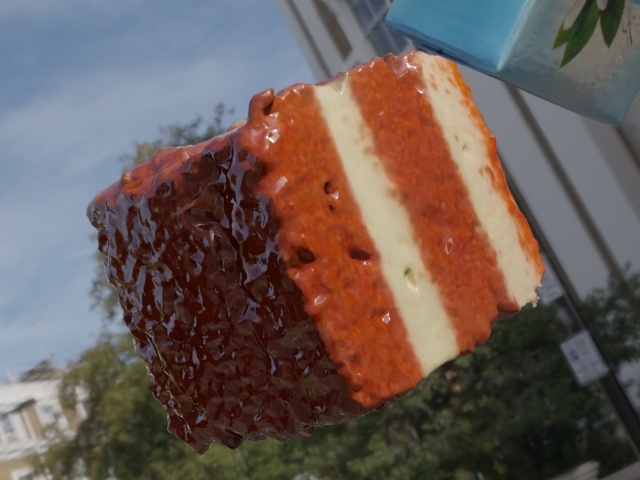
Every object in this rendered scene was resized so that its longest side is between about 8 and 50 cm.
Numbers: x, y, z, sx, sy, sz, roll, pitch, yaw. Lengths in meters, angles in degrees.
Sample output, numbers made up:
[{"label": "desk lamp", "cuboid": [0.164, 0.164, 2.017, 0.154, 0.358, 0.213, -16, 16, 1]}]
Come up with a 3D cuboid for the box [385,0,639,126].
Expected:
[{"label": "box", "cuboid": [0.144, -0.186, 0.534, 0.142, 0.083, 0.232, 9, -69, -50]}]

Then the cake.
[{"label": "cake", "cuboid": [0.000, 0.000, 0.959, 0.269, 0.270, 0.319, -18, 6, 45]}]
